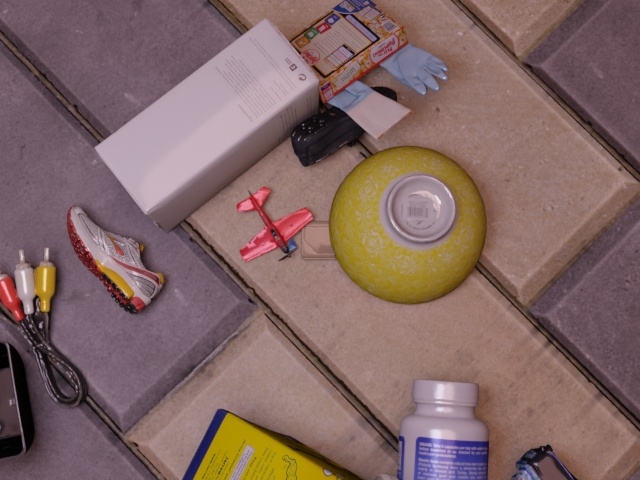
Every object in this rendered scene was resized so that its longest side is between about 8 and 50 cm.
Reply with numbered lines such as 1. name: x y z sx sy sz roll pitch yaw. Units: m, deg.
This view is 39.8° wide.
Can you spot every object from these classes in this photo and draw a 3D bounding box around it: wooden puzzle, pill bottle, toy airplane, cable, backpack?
1. wooden puzzle: 0.000 0.000 1.603 0.116 0.014 0.078 7 77 0
2. pill bottle: 0.205 0.372 1.478 0.152 0.152 0.272 5 81 0
3. toy airplane: -0.092 -0.033 1.591 0.151 0.028 0.151 -1 81 8
4. cable: -0.503 0.161 1.540 0.140 0.072 0.287 -16 82 2
5. backpack: 0.376 0.404 1.495 0.084 0.114 0.105 -40 81 -6

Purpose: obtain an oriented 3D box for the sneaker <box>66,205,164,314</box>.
1. sneaker: -0.368 0.025 1.567 0.093 0.088 0.225 -39 83 -27

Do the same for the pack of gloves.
1. pack of gloves: 0.106 -0.281 1.594 0.195 0.046 0.232 -41 51 -10

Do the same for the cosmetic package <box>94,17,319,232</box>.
1. cosmetic package: -0.185 -0.191 1.538 0.365 0.197 0.155 -37 83 -7

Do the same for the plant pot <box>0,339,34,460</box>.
1. plant pot: -0.572 0.279 1.473 0.188 0.167 0.188 -12 81 -2

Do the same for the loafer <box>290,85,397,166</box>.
1. loafer: 0.045 -0.210 1.610 0.223 0.078 0.076 -32 44 -18

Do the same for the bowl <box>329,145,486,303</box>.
1. bowl: 0.162 -0.041 1.532 0.290 0.156 0.289 1 79 -3

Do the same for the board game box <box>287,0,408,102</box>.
1. board game box: 0.038 -0.356 1.610 0.193 0.045 0.147 -36 55 -6

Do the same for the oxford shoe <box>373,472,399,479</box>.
1. oxford shoe: 0.034 0.592 1.421 0.130 0.169 0.449 18 90 -11

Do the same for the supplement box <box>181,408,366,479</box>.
1. supplement box: -0.032 0.428 1.354 0.357 0.194 0.195 19 79 44
